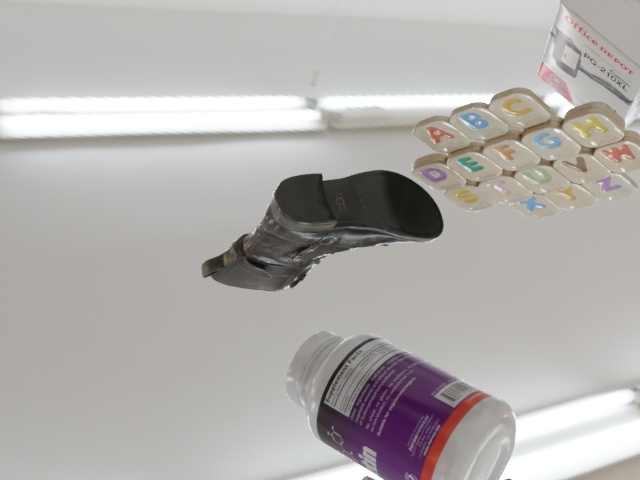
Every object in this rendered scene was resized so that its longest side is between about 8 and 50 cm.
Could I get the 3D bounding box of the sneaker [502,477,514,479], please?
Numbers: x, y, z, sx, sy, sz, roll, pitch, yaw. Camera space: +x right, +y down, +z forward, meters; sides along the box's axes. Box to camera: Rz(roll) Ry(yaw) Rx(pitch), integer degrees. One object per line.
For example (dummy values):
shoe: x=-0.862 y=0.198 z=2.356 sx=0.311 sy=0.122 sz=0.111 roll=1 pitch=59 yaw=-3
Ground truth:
sneaker: x=0.189 y=0.277 z=1.025 sx=0.135 sy=0.058 sz=0.052 roll=13 pitch=180 yaw=29

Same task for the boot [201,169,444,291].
boot: x=0.000 y=0.000 z=1.245 sx=0.263 sy=0.229 sz=0.091 roll=5 pitch=-119 yaw=-25

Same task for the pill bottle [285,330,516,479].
pill bottle: x=0.108 y=0.252 z=1.400 sx=0.323 sy=0.181 sz=0.181 roll=25 pitch=-151 yaw=35

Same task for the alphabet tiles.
alphabet tiles: x=0.264 y=-0.098 z=1.228 sx=0.278 sy=0.284 sz=0.021 roll=31 pitch=-122 yaw=-38

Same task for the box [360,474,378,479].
box: x=0.103 y=0.336 z=0.841 sx=0.232 sy=0.127 sz=0.148 roll=31 pitch=-162 yaw=-20

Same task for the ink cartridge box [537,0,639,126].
ink cartridge box: x=0.443 y=-0.287 z=1.487 sx=0.100 sy=0.237 sz=0.172 roll=-42 pitch=-106 yaw=-9
